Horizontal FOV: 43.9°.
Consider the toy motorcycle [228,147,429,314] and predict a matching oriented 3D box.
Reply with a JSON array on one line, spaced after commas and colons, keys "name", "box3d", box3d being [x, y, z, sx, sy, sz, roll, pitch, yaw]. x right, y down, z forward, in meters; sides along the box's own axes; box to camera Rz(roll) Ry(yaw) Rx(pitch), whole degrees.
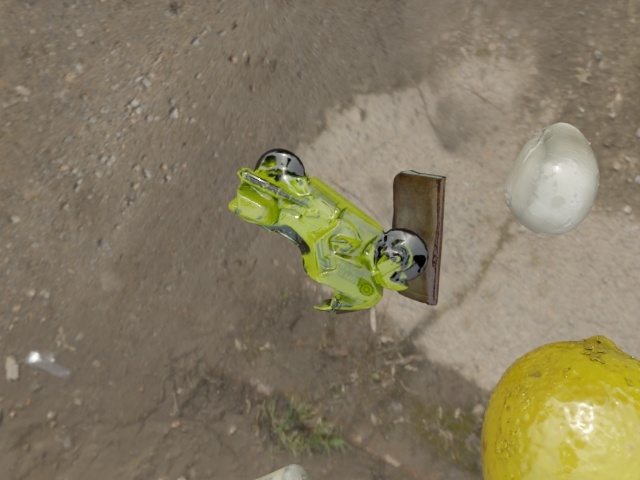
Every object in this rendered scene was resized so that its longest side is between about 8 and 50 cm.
[{"name": "toy motorcycle", "box3d": [0.001, 0.000, 1.335, 0.342, 0.142, 0.206, 35, 101, 7]}]

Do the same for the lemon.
[{"name": "lemon", "box3d": [0.341, 0.279, 1.057, 0.258, 0.258, 0.310, 22, 90, -11]}]

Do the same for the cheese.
[{"name": "cheese", "box3d": [0.425, -0.099, 1.453, 0.154, 0.189, 0.198, 24, 119, 4]}]

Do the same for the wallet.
[{"name": "wallet", "box3d": [0.188, -0.009, 1.557, 0.031, 0.137, 0.255, -7, 105, -36]}]

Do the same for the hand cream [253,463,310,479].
[{"name": "hand cream", "box3d": [-0.068, 0.279, 0.831, 0.143, 0.039, 0.061, -33, 83, 25]}]
